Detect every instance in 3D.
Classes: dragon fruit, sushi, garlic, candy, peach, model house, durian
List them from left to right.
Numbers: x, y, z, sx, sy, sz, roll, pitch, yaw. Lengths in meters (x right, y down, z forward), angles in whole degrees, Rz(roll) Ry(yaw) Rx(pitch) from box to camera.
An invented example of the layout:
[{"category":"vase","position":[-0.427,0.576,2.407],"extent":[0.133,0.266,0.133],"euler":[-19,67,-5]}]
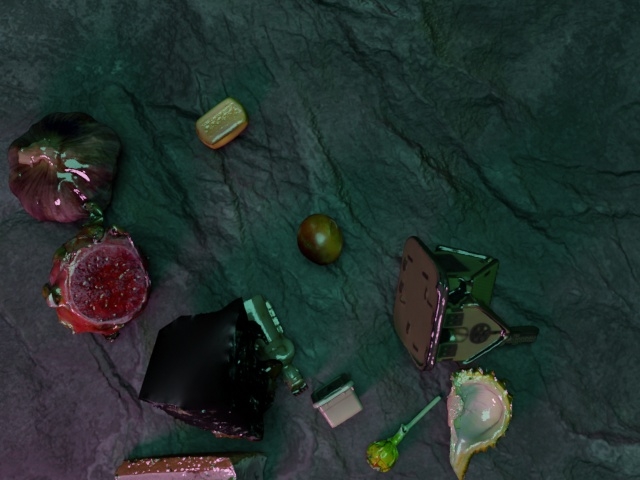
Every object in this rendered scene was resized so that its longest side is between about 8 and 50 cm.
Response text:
[{"category":"garlic","position":[-0.526,-0.155,1.565],"extent":[0.245,0.160,0.244],"euler":[0,78,1]},{"category":"dragon fruit","position":[-0.432,0.071,1.484],"extent":[0.211,0.147,0.282],"euler":[-8,100,-16]},{"category":"sushi","position":[-0.185,0.268,1.425],"extent":[0.227,0.212,0.215],"euler":[-24,39,32]},{"category":"peach","position":[-0.001,0.000,1.541],"extent":[0.101,0.101,0.100],"euler":[0,78,2]},{"category":"candy","position":[0.166,0.371,1.490],"extent":[0.194,0.058,0.062],"euler":[-41,48,-16]},{"category":"durian","position":[0.289,0.348,1.474],"extent":[0.140,0.078,0.224],"euler":[16,90,-7]},{"category":"model house","position":[0.303,0.113,1.470],"extent":[0.279,0.205,0.218],"euler":[-1,116,-16]}]

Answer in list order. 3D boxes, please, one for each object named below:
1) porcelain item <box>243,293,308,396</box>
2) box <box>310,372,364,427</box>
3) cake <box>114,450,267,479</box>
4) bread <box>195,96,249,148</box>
[{"category":"porcelain item","position":[-0.092,0.212,1.524],"extent":[0.084,0.054,0.213],"euler":[-34,78,-2]},{"category":"box","position":[0.033,0.308,1.470],"extent":[0.089,0.122,0.062],"euler":[-31,92,-5]},{"category":"cake","position":[-0.254,0.463,1.459],"extent":[0.295,0.113,0.115],"euler":[-8,76,7]},{"category":"bread","position":[-0.205,-0.245,1.624],"extent":[0.115,0.056,0.082],"euler":[-40,76,-1]}]
